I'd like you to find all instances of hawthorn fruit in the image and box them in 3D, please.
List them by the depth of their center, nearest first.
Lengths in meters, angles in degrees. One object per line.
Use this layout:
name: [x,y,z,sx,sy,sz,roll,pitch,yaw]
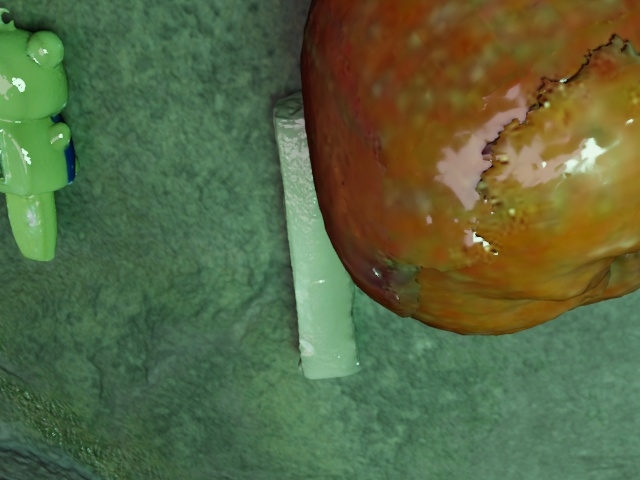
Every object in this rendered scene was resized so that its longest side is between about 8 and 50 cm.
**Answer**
hawthorn fruit: [0.105,-0.111,0.445,0.276,0.276,0.307,-29,77,31]

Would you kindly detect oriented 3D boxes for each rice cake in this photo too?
rice cake: [0.000,0.000,0.651,0.057,0.052,0.256,3,116,17]

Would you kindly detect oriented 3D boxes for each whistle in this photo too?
whistle: [-0.260,-0.087,0.692,0.105,0.085,0.227,9,117,18]
